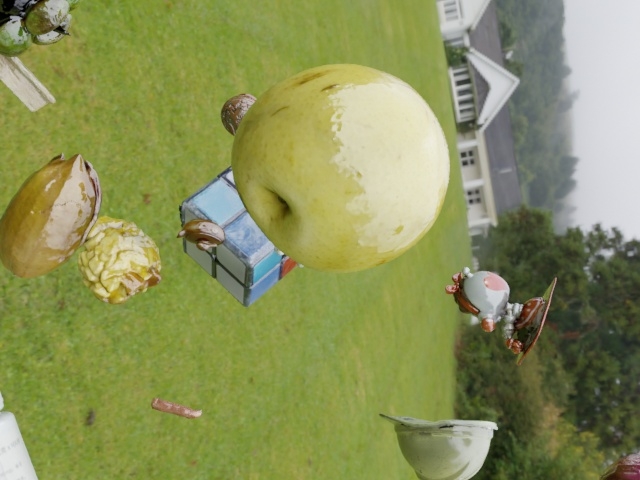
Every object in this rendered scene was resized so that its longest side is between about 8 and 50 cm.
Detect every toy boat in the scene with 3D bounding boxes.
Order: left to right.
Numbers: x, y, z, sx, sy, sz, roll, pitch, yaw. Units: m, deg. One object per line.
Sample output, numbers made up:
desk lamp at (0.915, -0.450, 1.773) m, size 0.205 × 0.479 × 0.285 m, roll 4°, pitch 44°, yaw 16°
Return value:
toy boat at (-0.662, -0.363, 1.345) m, size 0.116 × 0.061 × 0.188 m, roll 42°, pitch -11°, yaw 35°

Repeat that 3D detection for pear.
pear at (0.034, -0.116, 1.018) m, size 0.348 × 0.348 × 0.348 m, roll -10°, pitch 90°, yaw -79°

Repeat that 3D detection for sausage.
sausage at (-0.438, 0.511, 1.907) m, size 0.042 × 0.157 × 0.036 m, roll -75°, pitch 177°, yaw -45°

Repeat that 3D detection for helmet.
helmet at (0.250, 0.454, 1.358) m, size 0.204 × 0.257 × 0.137 m, roll 23°, pitch 66°, yaw -47°

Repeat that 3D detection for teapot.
teapot at (-0.321, -0.010, 1.691) m, size 0.098 × 0.129 × 0.078 m, roll -39°, pitch -136°, yaw 54°

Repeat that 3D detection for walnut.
walnut at (-0.440, -0.037, 1.020) m, size 0.137 × 0.245 × 0.137 m, roll 37°, pitch 17°, yaw -13°

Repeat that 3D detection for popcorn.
popcorn at (-0.622, 0.047, 1.947) m, size 0.265 × 0.225 × 0.332 m, roll 15°, pitch 26°, yaw -52°

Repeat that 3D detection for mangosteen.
mangosteen at (-0.528, -0.446, 1.082) m, size 0.243 × 0.242 × 0.243 m, roll -10°, pitch 90°, yaw -79°

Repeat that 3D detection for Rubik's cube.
Rubik's cube at (-0.231, -0.031, 2.031) m, size 0.313 × 0.318 × 0.316 m, roll 40°, pitch -28°, yaw 15°

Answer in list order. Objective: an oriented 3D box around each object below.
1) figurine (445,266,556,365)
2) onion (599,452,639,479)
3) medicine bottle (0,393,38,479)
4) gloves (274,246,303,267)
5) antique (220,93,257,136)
figurine at (0.405, 0.147, 1.484) m, size 0.183 × 0.226 × 0.160 m, roll -58°, pitch 165°, yaw -35°
onion at (0.537, 0.417, 0.954) m, size 0.140 × 0.218 × 0.195 m, roll -46°, pitch 124°, yaw -39°
medicine bottle at (-0.744, 0.474, 1.342) m, size 0.211 × 0.211 × 0.372 m, roll -32°, pitch 102°, yaw -79°
gloves at (0.003, -0.003, 1.454) m, size 0.097 × 0.229 × 0.119 m, roll -97°, pitch 174°, yaw -69°
antique at (-0.176, -0.279, 1.417) m, size 0.104 × 0.104 × 0.104 m, roll -10°, pitch 90°, yaw -79°
